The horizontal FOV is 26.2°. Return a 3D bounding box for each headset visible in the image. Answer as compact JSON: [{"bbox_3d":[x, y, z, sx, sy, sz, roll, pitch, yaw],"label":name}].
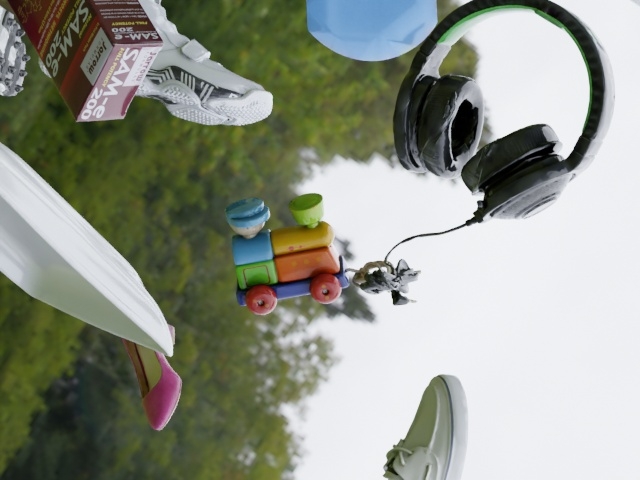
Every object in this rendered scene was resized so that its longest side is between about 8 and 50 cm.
[{"bbox_3d":[0.176,-0.106,1.624,0.185,0.243,0.394,-7,129,-62],"label":"headset"}]

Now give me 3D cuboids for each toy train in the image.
[{"bbox_3d":[0.000,0.000,1.821,0.248,0.143,0.105,-10,-154,4],"label":"toy train"}]

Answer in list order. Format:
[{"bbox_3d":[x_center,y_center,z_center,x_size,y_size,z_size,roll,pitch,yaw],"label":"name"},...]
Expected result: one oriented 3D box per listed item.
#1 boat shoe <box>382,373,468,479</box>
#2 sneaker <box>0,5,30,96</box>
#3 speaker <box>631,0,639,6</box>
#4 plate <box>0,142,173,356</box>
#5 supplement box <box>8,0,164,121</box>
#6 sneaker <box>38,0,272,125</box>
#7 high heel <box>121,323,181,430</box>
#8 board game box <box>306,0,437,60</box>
[{"bbox_3d":[0.122,0.302,1.783,0.096,0.088,0.268,-162,-96,-68],"label":"boat shoe"},{"bbox_3d":[-0.305,-0.192,1.065,0.234,0.106,0.078,84,12,-62],"label":"sneaker"},{"bbox_3d":[0.367,-0.304,1.585,0.055,0.136,0.055,-40,-143,39],"label":"speaker"},{"bbox_3d":[-0.269,-0.022,1.179,0.278,0.277,0.045,14,-117,51],"label":"plate"},{"bbox_3d":[-0.285,-0.269,1.602,0.073,0.239,0.130,-10,147,-41],"label":"supplement box"},{"bbox_3d":[-0.237,-0.314,2.135,0.137,0.365,0.210,142,-39,-75],"label":"sneaker"},{"bbox_3d":[-0.293,0.200,2.252,0.082,0.117,0.244,-39,-146,31],"label":"high heel"},{"bbox_3d":[0.041,-0.252,1.291,0.033,0.133,0.169,-175,-98,-68],"label":"board game box"}]
